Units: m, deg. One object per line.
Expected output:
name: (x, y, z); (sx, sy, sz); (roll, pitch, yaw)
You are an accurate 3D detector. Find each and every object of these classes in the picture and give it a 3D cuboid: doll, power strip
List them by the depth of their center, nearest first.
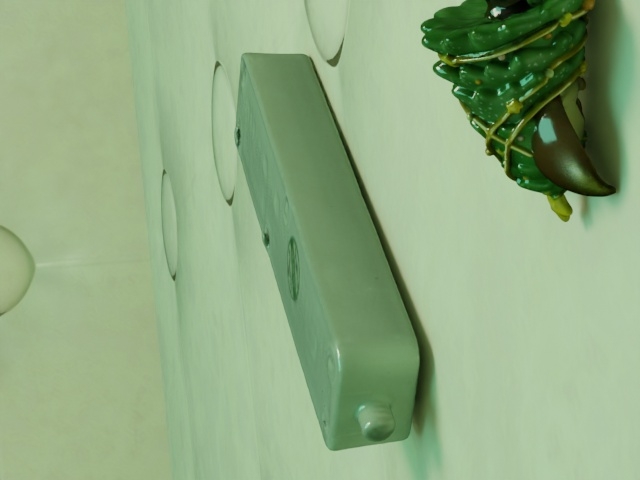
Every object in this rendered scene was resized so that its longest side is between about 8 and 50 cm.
doll: (0.082, -0.059, 0.670); (0.078, 0.076, 0.113); (-151, 56, -64)
power strip: (-0.001, 0.000, 1.076); (0.385, 0.062, 0.091); (-109, 20, -49)
